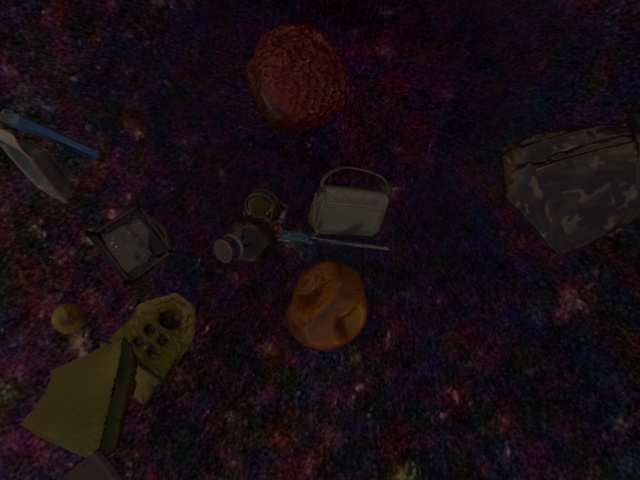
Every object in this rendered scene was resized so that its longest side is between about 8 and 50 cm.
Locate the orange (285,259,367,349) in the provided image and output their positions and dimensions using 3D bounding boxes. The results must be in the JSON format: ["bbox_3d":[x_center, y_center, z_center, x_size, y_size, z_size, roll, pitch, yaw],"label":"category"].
[{"bbox_3d":[0.020,0.179,1.394,0.249,0.249,0.183,-39,124,13],"label":"orange"}]

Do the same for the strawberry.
[{"bbox_3d":[-0.080,-0.424,1.387,0.310,0.292,0.291,-42,102,-22],"label":"strawberry"}]

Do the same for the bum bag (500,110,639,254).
[{"bbox_3d":[0.276,-0.060,0.428,0.248,0.069,0.102,-15,64,3],"label":"bum bag"}]

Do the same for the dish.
[{"bbox_3d":[-0.769,-0.214,1.382,0.154,0.064,0.234,26,153,24],"label":"dish"}]

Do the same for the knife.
[{"bbox_3d":[-0.777,-0.301,1.458,0.297,0.026,0.044,25,73,-12],"label":"knife"}]

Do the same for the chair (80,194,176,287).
[{"bbox_3d":[-0.483,0.007,1.323,0.166,0.272,0.188,-36,97,-11],"label":"chair"}]

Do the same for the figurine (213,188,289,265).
[{"bbox_3d":[-0.186,-0.024,1.415,0.161,0.275,0.158,-15,115,22],"label":"figurine"}]

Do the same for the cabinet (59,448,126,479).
[{"bbox_3d":[-0.276,0.353,0.524,0.148,0.215,0.175,49,149,4],"label":"cabinet"}]

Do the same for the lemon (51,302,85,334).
[{"bbox_3d":[-0.655,0.203,1.323,0.082,0.111,0.082,4,77,-16],"label":"lemon"}]

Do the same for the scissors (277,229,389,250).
[{"bbox_3d":[0.000,0.000,1.617,0.447,0.193,0.029,7,84,22],"label":"scissors"}]

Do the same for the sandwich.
[{"bbox_3d":[-0.446,0.318,0.926,0.212,0.245,0.063,-25,125,9],"label":"sandwich"}]

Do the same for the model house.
[{"bbox_3d":[-0.410,0.237,1.232,0.175,0.234,0.193,33,136,-7],"label":"model house"}]

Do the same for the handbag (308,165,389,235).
[{"bbox_3d":[0.093,-0.123,1.557,0.256,0.079,0.219,3,119,-27],"label":"handbag"}]
